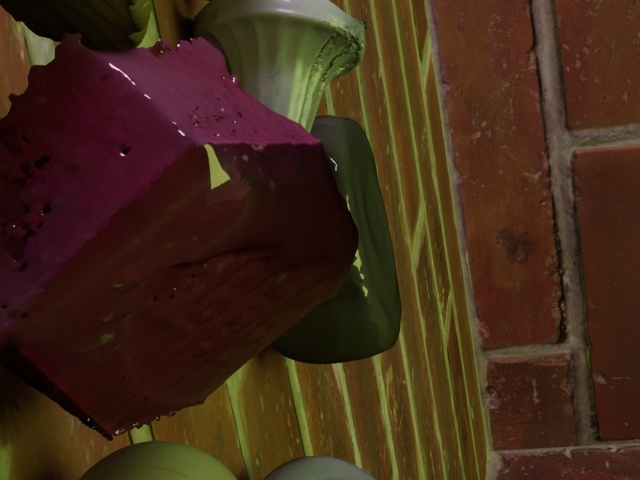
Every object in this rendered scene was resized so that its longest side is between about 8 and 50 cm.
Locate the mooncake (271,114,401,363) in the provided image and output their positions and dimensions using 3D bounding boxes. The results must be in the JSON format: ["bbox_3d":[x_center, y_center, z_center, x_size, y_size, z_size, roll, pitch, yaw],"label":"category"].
[{"bbox_3d":[0.000,0.000,1.682,0.275,0.135,0.275,-8,90,-80],"label":"mooncake"}]

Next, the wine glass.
[{"bbox_3d":[-0.046,-0.113,1.459,0.165,0.165,0.196,54,41,-70],"label":"wine glass"}]

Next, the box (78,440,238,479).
[{"bbox_3d":[-0.108,0.303,0.951,0.349,0.141,0.289,-67,150,-68],"label":"box"}]

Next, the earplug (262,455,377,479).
[{"bbox_3d":[0.017,0.338,1.579,0.325,0.175,0.214,48,35,-58],"label":"earplug"}]

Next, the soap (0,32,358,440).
[{"bbox_3d":[-0.097,0.004,0.933,0.127,0.220,0.325,50,-6,16],"label":"soap"}]

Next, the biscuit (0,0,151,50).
[{"bbox_3d":[-0.161,-0.183,0.856,0.036,0.187,0.273,-46,153,-14],"label":"biscuit"}]
